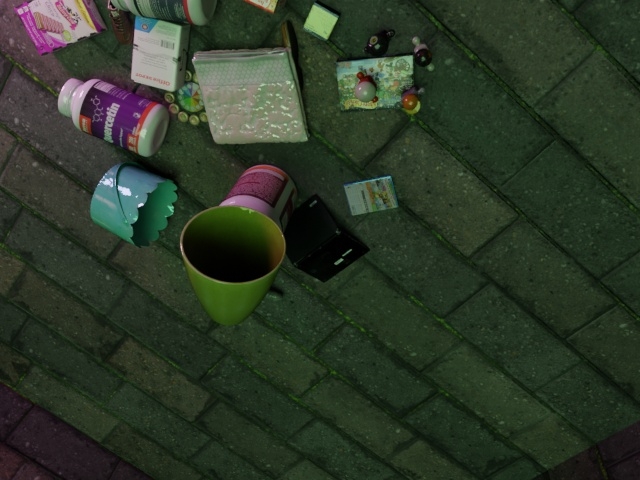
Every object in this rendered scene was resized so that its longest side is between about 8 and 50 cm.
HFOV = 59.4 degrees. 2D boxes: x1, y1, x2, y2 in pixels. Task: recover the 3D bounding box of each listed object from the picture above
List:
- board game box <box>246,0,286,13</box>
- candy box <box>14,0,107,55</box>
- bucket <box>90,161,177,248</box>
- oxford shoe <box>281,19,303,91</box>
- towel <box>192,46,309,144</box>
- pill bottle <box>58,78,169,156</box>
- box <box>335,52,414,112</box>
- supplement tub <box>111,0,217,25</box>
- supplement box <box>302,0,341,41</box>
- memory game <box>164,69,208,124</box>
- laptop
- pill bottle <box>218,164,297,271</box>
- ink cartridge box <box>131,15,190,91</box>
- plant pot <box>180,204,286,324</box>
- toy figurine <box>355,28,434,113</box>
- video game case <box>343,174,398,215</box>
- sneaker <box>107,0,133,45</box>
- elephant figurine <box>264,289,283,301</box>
[{"bbox_3d":[-0.200,-0.718,1.606,0.193,0.147,0.045,23,120,-2],"label":"board game box"},{"bbox_3d":[-0.818,-0.699,1.773,0.233,0.071,0.159,-15,115,17],"label":"candy box"},{"bbox_3d":[-0.645,-0.128,1.950,0.183,0.281,0.281,25,120,5],"label":"bucket"},{"bbox_3d":[-0.105,-0.561,1.721,0.076,0.076,0.212,3,120,15],"label":"oxford shoe"},{"bbox_3d":[-0.219,-0.446,1.774,0.331,0.053,0.317,2,131,16],"label":"towel"},{"bbox_3d":[-0.676,-0.411,1.844,0.323,0.181,0.181,21,120,-2],"label":"pill bottle"},{"bbox_3d":[0.171,-0.483,1.728,0.233,0.044,0.159,-2,118,11],"label":"box"},{"bbox_3d":[-0.449,-0.735,1.616,0.272,0.191,0.191,10,120,5],"label":"supplement tub"},{"bbox_3d":[0.004,-0.648,1.659,0.083,0.056,0.083,27,120,-5],"label":"supplement box"},{"bbox_3d":[-0.429,-0.472,1.862,0.186,0.012,0.186,4,119,8],"label":"memory game"},{"bbox_3d":[0.000,0.000,2.047,0.234,0.137,0.264,-37,132,26],"label":"laptop"},{"bbox_3d":[-0.217,-0.076,1.824,0.224,0.392,0.224,4,119,8],"label":"pill bottle"},{"bbox_3d":[-0.500,-0.590,1.760,0.148,0.086,0.203,16,117,2],"label":"ink cartridge box"},{"bbox_3d":[-0.251,0.100,1.574,0.274,0.275,0.293,16,137,1],"label":"plant pot"},{"bbox_3d":[0.213,-0.483,1.608,0.209,0.148,0.213,17,119,1],"label":"toy figurine"},{"bbox_3d":[0.174,-0.154,1.928,0.166,0.015,0.119,-10,116,16],"label":"video game case"},{"bbox_3d":[-0.631,-0.699,1.739,0.066,0.071,0.188,4,119,8],"label":"sneaker"},{"bbox_3d":[-0.263,0.135,2.109,0.239,0.186,0.169,0,76,-1],"label":"elephant figurine"}]
